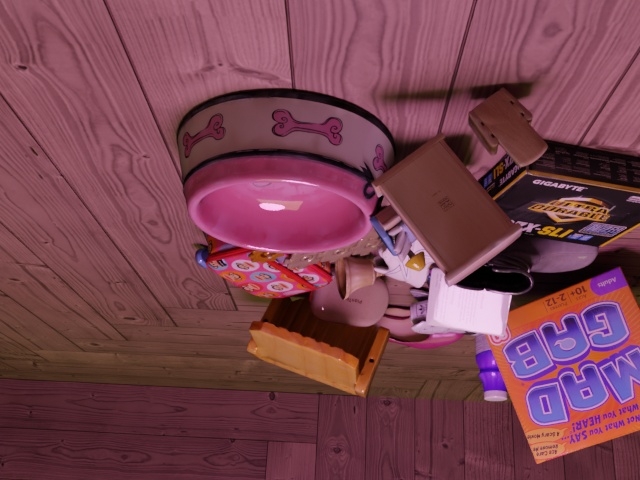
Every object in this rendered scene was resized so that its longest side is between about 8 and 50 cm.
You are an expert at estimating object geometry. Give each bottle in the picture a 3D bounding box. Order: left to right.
[{"bbox_3d":[0.514,0.330,2.136,0.092,0.283,0.118,9,156,-15],"label":"bottle"}]

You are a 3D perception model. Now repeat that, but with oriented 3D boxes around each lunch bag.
[{"bbox_3d":[-0.103,0.036,1.725,0.258,0.120,0.293,-14,152,27],"label":"lunch bag"}]

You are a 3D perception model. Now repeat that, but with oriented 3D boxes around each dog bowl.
[{"bbox_3d":[-0.067,-0.101,1.320,0.407,0.151,0.408,3,158,1],"label":"dog bowl"}]

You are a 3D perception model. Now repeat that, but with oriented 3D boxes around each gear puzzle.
[{"bbox_3d":[0.000,0.000,1.580,0.338,0.044,0.175,-12,155,-20],"label":"gear puzzle"}]

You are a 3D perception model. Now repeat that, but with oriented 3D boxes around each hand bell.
[{"bbox_3d":[0.167,0.076,1.828,0.241,0.126,0.126,-5,160,-12],"label":"hand bell"}]

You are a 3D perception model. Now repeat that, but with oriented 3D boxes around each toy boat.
[{"bbox_3d":[0.070,0.148,1.981,0.230,0.151,0.151,12,-173,-20],"label":"toy boat"}]

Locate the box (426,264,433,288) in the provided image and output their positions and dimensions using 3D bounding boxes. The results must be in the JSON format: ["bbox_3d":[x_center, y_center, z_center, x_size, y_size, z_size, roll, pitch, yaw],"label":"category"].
[{"bbox_3d":[0.341,0.104,1.839,0.029,0.116,0.162,-33,-175,-39],"label":"box"}]

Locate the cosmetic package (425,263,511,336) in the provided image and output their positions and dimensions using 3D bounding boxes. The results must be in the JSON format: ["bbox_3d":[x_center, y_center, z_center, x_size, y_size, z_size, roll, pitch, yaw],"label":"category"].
[{"bbox_3d":[0.352,0.116,1.694,0.183,0.152,0.151,7,-157,12],"label":"cosmetic package"}]

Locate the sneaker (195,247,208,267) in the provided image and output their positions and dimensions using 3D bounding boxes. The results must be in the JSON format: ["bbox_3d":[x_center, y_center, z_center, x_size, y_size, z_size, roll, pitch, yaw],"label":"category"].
[{"bbox_3d":[-0.256,0.046,1.847,0.059,0.053,0.144,-16,160,41],"label":"sneaker"}]

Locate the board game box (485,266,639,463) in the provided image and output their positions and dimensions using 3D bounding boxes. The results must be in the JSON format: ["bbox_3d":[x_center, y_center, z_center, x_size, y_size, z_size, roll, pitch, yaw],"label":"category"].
[{"bbox_3d":[0.669,0.321,1.815,0.356,0.357,0.356,-25,158,18],"label":"board game box"}]

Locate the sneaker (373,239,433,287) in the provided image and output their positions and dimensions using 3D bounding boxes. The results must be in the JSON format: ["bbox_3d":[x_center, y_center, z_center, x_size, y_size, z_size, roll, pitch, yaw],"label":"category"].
[{"bbox_3d":[0.198,0.011,1.577,0.129,0.111,0.297,8,144,-7],"label":"sneaker"}]

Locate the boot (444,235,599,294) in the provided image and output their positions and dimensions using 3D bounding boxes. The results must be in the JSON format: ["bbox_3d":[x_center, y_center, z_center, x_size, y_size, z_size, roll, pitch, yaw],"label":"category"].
[{"bbox_3d":[0.432,0.052,1.523,0.337,0.118,0.223,-2,-160,9],"label":"boot"}]

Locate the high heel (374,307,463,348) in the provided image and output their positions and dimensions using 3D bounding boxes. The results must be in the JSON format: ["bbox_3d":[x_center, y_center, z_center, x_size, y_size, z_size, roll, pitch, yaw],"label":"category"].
[{"bbox_3d":[0.243,0.263,2.200,0.376,0.127,0.181,-3,168,23],"label":"high heel"}]

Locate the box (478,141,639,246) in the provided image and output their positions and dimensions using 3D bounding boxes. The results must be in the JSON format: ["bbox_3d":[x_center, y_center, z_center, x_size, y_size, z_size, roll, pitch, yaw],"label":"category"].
[{"bbox_3d":[0.475,-0.083,1.391,0.321,0.080,0.257,8,159,-13],"label":"box"}]

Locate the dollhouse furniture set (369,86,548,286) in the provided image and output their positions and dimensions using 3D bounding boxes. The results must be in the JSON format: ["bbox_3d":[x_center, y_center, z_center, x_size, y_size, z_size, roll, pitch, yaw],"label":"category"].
[{"bbox_3d":[0.254,-0.043,1.225,0.286,0.198,0.303,-36,161,1],"label":"dollhouse furniture set"}]

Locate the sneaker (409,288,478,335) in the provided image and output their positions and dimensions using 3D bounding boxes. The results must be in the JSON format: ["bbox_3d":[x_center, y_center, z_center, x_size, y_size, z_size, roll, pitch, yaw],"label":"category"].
[{"bbox_3d":[0.358,0.187,1.992,0.210,0.138,0.366,-1,161,2],"label":"sneaker"}]

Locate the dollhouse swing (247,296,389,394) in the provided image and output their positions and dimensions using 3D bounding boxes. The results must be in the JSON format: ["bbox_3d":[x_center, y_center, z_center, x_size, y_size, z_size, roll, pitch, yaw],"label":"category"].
[{"bbox_3d":[0.001,0.236,1.981,0.346,0.315,0.305,18,143,13],"label":"dollhouse swing"}]
